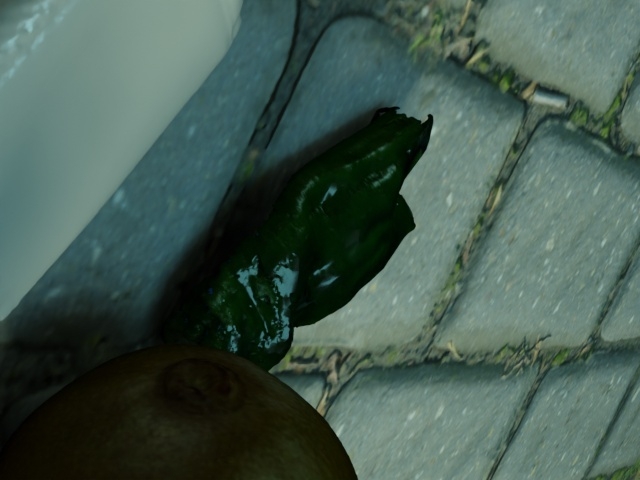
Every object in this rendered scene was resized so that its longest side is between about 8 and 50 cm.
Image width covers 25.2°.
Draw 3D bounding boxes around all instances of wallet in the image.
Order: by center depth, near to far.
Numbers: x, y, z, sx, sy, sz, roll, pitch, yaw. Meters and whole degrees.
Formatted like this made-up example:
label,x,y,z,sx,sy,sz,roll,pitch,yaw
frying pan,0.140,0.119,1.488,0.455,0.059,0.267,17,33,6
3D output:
label,x,y,z,sx,sy,sz,roll,pitch,yaw
wallet,-0.097,-0.063,0.562,0.183,0.032,0.124,-55,155,-19

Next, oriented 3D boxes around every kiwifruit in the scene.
label,x,y,z,sx,sy,sz,roll,pitch,yaw
kiwifruit,-0.072,0.159,0.656,0.196,0.196,0.234,-22,131,-56

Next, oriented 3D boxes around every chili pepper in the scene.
label,x,y,z,sx,sy,sz,roll,pitch,yaw
chili pepper,0.002,0.001,0.791,0.224,0.061,0.098,-39,141,-38
